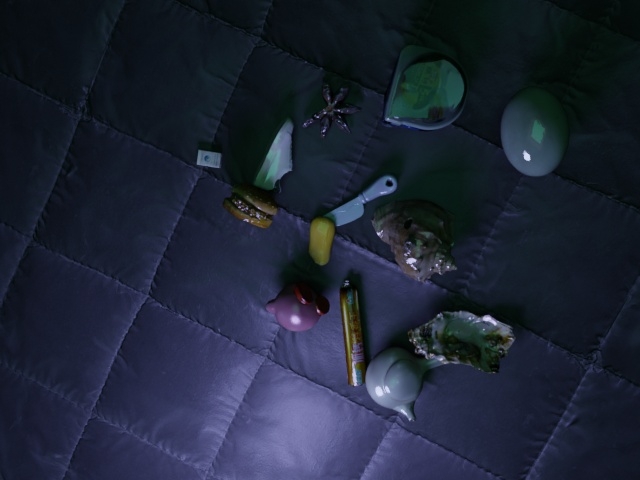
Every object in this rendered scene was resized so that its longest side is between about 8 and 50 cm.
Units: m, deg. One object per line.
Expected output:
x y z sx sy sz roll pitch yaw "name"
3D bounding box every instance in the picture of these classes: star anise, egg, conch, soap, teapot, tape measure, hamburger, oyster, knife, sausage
0.049 -0.444 1.880 0.172 0.063 0.207 26 97 2 "star anise"
0.673 -0.342 1.745 0.203 0.203 0.282 -9 90 7 "egg"
0.327 -0.020 1.836 0.324 0.186 0.263 37 80 1 "conch"
0.000 0.000 1.936 0.089 0.033 0.168 13 101 8 "soap"
0.301 0.432 1.887 0.220 0.149 0.318 43 75 -14 "teapot"
0.342 -0.481 1.806 0.262 0.138 0.259 15 98 5 "tape measure"
-0.237 -0.122 1.875 0.182 0.191 0.117 26 98 23 "hamburger"
0.468 0.330 1.862 0.355 0.107 0.201 13 68 -1 "oyster"
0.124 -0.120 1.916 0.331 0.044 0.080 -33 98 14 "knife"
0.115 0.316 1.934 0.082 0.082 0.371 -6 94 7 "sausage"

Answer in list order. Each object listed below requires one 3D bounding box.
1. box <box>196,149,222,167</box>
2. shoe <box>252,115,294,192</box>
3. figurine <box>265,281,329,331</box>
-0.393 -0.289 1.965 0.083 0.024 0.054 10 98 5 "box"
-0.137 -0.289 1.911 0.110 0.095 0.264 27 92 -18 "shoe"
-0.080 0.232 1.906 0.173 0.173 0.173 1 95 7 "figurine"
